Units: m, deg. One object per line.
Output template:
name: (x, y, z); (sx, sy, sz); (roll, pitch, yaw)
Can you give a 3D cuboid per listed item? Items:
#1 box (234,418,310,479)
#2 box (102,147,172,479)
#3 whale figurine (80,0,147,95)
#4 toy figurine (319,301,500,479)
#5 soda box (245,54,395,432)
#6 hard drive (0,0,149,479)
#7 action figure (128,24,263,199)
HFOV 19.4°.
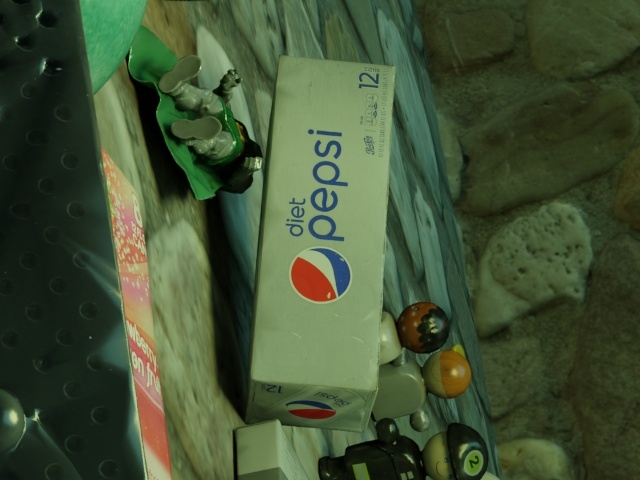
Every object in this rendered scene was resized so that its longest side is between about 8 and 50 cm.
box: (-0.022, 0.247, 1.368); (0.145, 0.038, 0.186); (66, 15, -44)
box: (-0.165, 0.001, 0.609); (0.300, 0.142, 0.154); (58, 20, -61)
whale figurine: (-0.168, -0.171, 0.832); (0.216, 0.141, 0.272); (-90, 160, -50)
toy figurine: (0.084, 0.171, 1.740); (0.213, 0.148, 0.209); (58, 20, -59)
soda box: (0.000, 0.000, 1.454); (0.091, 0.098, 0.286); (100, -6, -63)
hard drive: (-0.168, 0.009, 0.377); (0.054, 0.255, 0.172); (135, -51, -58)
action figure: (-0.081, -0.083, 1.442); (0.232, 0.063, 0.137); (39, 35, -80)
